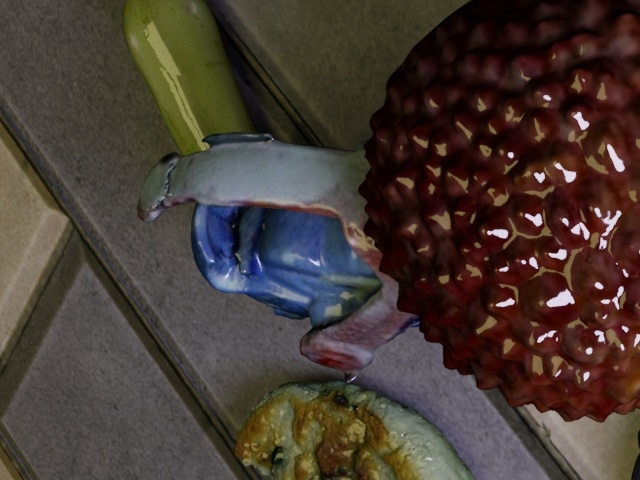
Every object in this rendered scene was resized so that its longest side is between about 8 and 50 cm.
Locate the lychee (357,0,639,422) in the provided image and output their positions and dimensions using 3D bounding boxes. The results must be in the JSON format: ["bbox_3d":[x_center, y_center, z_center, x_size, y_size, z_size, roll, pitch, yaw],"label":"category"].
[{"bbox_3d":[0.178,-0.028,1.227,0.330,0.306,0.306,-96,18,-55],"label":"lychee"}]

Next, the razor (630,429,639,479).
[{"bbox_3d":[0.332,0.220,1.242,0.349,0.113,0.204,-170,66,-68],"label":"razor"}]

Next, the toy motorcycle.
[{"bbox_3d":[0.009,-0.020,1.504,0.319,0.182,0.241,-9,124,49],"label":"toy motorcycle"}]

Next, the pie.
[{"bbox_3d":[0.036,0.257,1.668,0.302,0.067,0.302,18,115,44],"label":"pie"}]

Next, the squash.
[{"bbox_3d":[-0.100,-0.115,1.673,0.083,0.083,0.250,-32,82,49],"label":"squash"}]
